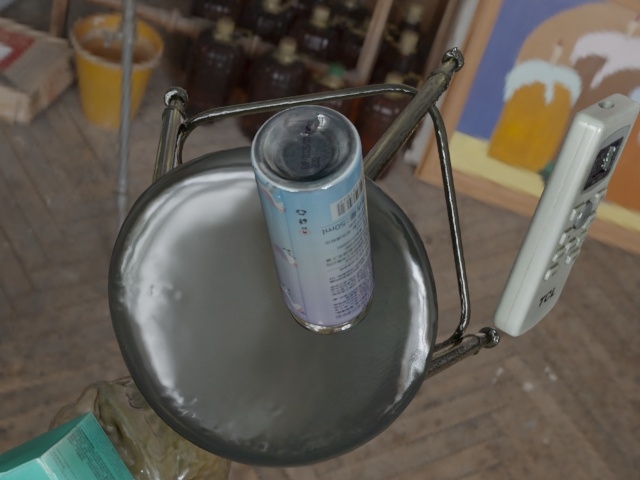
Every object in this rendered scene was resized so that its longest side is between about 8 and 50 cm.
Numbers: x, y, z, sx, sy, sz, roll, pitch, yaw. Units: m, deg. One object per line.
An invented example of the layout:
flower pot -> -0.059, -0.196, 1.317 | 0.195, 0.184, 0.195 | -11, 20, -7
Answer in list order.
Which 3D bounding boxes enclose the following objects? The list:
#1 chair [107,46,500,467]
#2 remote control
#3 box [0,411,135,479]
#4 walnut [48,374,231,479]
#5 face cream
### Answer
chair -> -0.019, 0.022, 1.298 | 0.362, 0.364, 0.410 | -6, 13, 11
remote control -> 0.181, -0.015, 0.925 | 0.029, 0.190, 0.087 | 30, 29, 22
box -> -0.343, 0.350, 1.428 | 0.205, 0.311, 0.118 | 59, 28, -5
walnut -> -0.242, 0.296, 1.629 | 0.248, 0.248, 0.248 | 10, 42, -10
face cream -> 0.000, 0.000, 0.901 | 0.075, 0.229, 0.075 | -3, 57, 4
